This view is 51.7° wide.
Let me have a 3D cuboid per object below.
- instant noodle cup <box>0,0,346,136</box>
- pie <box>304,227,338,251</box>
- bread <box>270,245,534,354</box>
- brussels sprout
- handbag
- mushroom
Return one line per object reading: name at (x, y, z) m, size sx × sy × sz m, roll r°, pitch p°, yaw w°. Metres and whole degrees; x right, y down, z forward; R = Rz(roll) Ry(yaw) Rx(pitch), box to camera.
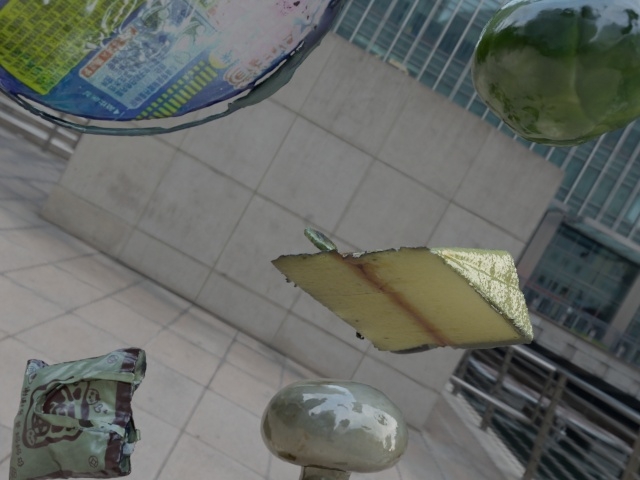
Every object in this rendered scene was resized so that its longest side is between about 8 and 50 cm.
instant noodle cup at (-0.157, -0.283, 0.487) m, size 0.284 × 0.284 × 0.312 m, roll 27°, pitch 28°, yaw -56°
pie at (0.000, 0.000, 1.292) m, size 0.084 × 0.020 × 0.084 m, roll 37°, pitch 10°, yaw -8°
bread at (0.169, 0.122, 1.285) m, size 0.345 × 0.242 × 0.405 m, roll -11°, pitch -6°, yaw 33°
brussels sprout at (0.187, -0.129, 0.499) m, size 0.155 × 0.118 × 0.155 m, roll 1°, pitch -2°, yaw 0°
handbag at (-0.393, 0.277, 1.049) m, size 0.235 × 0.213 × 0.127 m, roll -14°, pitch -32°, yaw 21°
mushroom at (0.026, 0.281, 0.897) m, size 0.206 × 0.206 × 0.209 m, roll 26°, pitch 39°, yaw -63°
